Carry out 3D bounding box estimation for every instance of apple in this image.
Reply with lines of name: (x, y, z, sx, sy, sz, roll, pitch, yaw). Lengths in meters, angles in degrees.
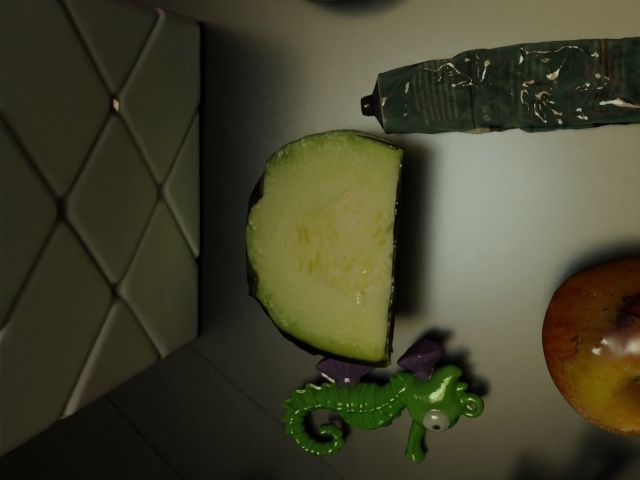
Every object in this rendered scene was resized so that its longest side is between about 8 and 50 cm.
apple: (0.240, 0.079, 0.605, 0.147, 0.146, 0.146, 2, 98, 17)

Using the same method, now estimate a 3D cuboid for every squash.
squash: (0.019, 0.000, 0.703, 0.184, 0.085, 0.191, 12, 100, 45)

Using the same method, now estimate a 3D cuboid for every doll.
doll: (0.051, 0.149, 0.718, 0.190, 0.050, 0.115, -9, 101, 22)

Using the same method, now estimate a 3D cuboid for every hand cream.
hand cream: (0.153, -0.119, 0.645, 0.248, 0.052, 0.075, -2, 98, 18)

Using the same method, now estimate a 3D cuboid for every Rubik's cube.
Rubik's cube: (-0.302, -0.042, 0.660, 0.316, 0.319, 0.321, 6, 100, 16)
